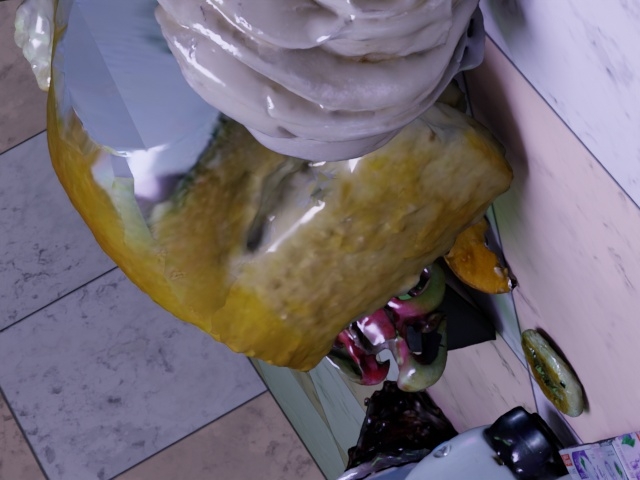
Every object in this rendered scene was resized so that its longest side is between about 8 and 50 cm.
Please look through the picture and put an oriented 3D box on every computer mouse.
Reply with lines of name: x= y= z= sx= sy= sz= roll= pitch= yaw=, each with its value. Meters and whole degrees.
computer mouse: x=0.061 y=0.042 z=1.846 sx=0.147 sy=0.088 sz=0.264 roll=41 pitch=-176 yaw=-24

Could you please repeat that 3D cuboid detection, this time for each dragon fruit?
dragon fruit: x=-0.001 y=-0.006 z=1.670 sx=0.272 sy=0.218 sz=0.198 roll=57 pitch=-164 yaw=-15

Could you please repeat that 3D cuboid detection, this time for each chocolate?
chocolate: x=0.097 y=0.222 z=2.312 sx=0.156 sy=0.156 sz=0.133 roll=73 pitch=-167 yaw=-56

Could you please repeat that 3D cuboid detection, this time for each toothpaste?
toothpaste: x=0.229 y=0.172 z=1.546 sx=0.047 sy=0.040 sz=0.196 roll=64 pitch=172 yaw=6

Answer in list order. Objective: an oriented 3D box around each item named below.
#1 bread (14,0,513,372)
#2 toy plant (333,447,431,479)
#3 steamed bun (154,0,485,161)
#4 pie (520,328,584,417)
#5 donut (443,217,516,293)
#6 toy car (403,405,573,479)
bread: x=-0.077 y=-0.125 z=1.450 sx=0.264 sy=0.239 sz=0.395 roll=28 pitch=-157 yaw=-51
toy plant: x=0.097 y=0.411 z=2.063 sx=0.332 sy=0.247 sz=0.247 roll=61 pitch=172 yaw=-8
steamed bun: x=0.016 y=-0.156 z=1.192 sx=0.211 sy=0.218 sz=0.144 roll=36 pitch=-179 yaw=-22
pie: x=0.189 y=0.109 z=1.634 sx=0.084 sy=0.021 sz=0.084 roll=58 pitch=172 yaw=13
donut: x=0.128 y=0.003 z=1.625 sx=0.083 sy=0.067 sz=0.038 roll=30 pitch=176 yaw=-21
toy car: x=0.178 y=0.283 z=1.734 sx=0.255 sy=0.188 sz=0.190 roll=49 pitch=174 yaw=43
